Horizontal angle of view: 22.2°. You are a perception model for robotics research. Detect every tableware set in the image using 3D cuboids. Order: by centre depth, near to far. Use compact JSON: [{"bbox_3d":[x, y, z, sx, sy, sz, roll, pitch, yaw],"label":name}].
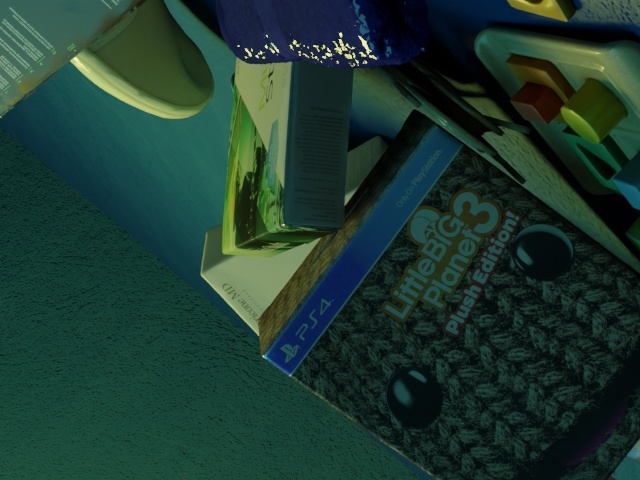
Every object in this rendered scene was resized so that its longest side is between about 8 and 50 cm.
[{"bbox_3d":[0.098,-0.126,1.325,0.128,0.039,0.194,33,-169,-27],"label":"tableware set"}]

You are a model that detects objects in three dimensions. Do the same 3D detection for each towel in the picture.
[{"bbox_3d":[-0.019,-0.236,1.151,0.308,0.076,0.228,20,130,68],"label":"towel"}]

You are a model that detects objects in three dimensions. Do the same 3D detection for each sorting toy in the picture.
[{"bbox_3d":[0.204,-0.077,1.193,0.348,0.047,0.196,48,167,-24],"label":"sorting toy"}]

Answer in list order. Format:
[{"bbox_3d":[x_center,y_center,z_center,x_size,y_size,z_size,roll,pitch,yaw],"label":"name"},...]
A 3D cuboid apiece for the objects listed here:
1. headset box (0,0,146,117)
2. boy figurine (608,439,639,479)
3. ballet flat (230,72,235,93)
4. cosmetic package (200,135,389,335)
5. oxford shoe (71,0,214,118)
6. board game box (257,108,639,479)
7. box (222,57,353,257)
[{"bbox_3d":[-0.288,-0.283,1.495,0.246,0.131,0.283,44,129,-17],"label":"headset box"},{"bbox_3d":[0.235,0.145,1.500,0.285,0.092,0.177,8,116,19],"label":"boy figurine"},{"bbox_3d":[-0.025,-0.097,1.739,0.077,0.079,0.221,-74,-32,-55],"label":"ballet flat"},{"bbox_3d":[0.000,0.000,1.710,0.117,0.231,0.085,48,-156,-28],"label":"cosmetic package"},{"bbox_3d":[-0.241,-0.296,1.677,0.449,0.130,0.169,49,-153,-32],"label":"oxford shoe"},{"bbox_3d":[0.132,0.072,1.354,0.291,0.232,0.141,35,-175,-8],"label":"board game box"},{"bbox_3d":[-0.031,-0.110,1.443,0.058,0.232,0.322,5,174,-10],"label":"box"}]
